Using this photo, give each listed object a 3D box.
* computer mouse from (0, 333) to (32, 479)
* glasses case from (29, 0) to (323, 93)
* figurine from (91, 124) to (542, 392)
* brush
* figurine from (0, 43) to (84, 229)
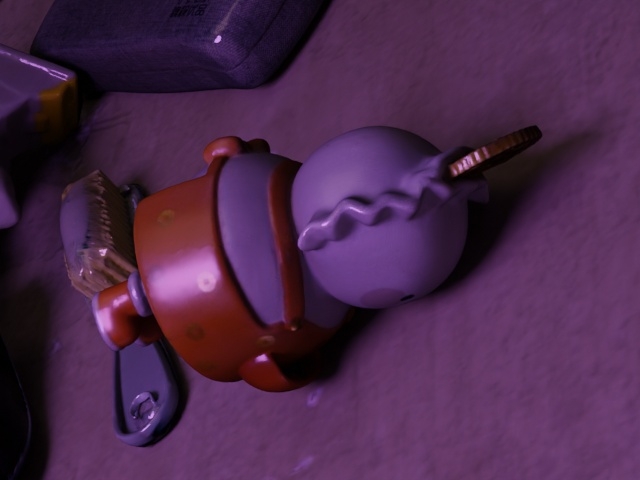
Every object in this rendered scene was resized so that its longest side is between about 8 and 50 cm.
[{"bbox_3d":[-0.269,0.127,1.073,0.137,0.096,0.233,-38,46,21],"label":"computer mouse"},{"bbox_3d":[-0.118,-0.184,1.232,0.323,0.074,0.131,7,63,54],"label":"glasses case"},{"bbox_3d":[-0.006,-0.008,0.856,0.271,0.143,0.143,-39,33,21],"label":"figurine"},{"bbox_3d":[-0.146,0.029,1.057,0.068,0.060,0.297,-40,32,11],"label":"brush"},{"bbox_3d":[-0.340,-0.026,1.259,0.342,0.167,0.285,-42,17,53],"label":"figurine"}]
